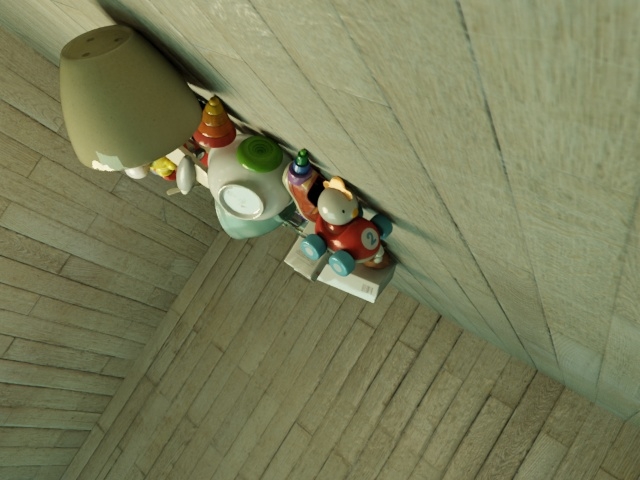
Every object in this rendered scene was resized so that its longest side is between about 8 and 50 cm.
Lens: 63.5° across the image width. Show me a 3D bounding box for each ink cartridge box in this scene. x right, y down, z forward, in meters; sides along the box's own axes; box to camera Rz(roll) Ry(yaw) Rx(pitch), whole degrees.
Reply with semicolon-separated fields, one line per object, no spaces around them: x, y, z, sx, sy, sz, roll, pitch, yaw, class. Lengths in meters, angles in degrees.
0.000;0.000;1.820;0.114;0.273;0.197;31;175;8;ink cartridge box

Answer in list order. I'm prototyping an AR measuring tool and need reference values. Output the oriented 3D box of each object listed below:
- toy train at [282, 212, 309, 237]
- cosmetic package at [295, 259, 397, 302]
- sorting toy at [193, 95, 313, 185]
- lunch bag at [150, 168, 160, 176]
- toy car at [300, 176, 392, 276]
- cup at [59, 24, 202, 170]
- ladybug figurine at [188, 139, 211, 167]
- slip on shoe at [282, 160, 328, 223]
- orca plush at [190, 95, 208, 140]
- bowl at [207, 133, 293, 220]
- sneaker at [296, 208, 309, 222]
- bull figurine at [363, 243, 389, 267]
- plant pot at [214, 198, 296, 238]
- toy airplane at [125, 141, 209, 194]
-0.042;-0.071;2.167;0.333;0.142;0.190;33;177;-11;toy train
0.115;0.111;2.257;0.376;0.098;0.284;22;-153;17;cosmetic package
-0.178;-0.276;1.369;0.365;0.127;0.126;29;145;10;sorting toy
-0.712;-0.433;2.278;0.303;0.243;0.115;36;179;26;lunch bag
0.069;-0.068;1.442;0.210;0.219;0.238;29;146;30;toy car
-0.477;-0.363;1.233;0.331;0.331;0.237;29;148;34;cup
-0.473;-0.335;2.140;0.305;0.162;0.449;29;174;39;ladybug figurine
-0.009;-0.127;1.562;0.101;0.123;0.331;26;168;26;slip on shoe
-0.365;-0.321;1.520;0.151;0.102;0.287;-3;148;28;orca plush
-0.216;-0.156;1.536;0.297;0.134;0.298;9;139;8;bowl
0.001;-0.094;2.005;0.293;0.102;0.146;39;178;-18;sneaker
0.193;0.043;2.097;0.188;0.101;0.310;33;176;24;bull figurine
-0.202;-0.152;1.805;0.196;0.294;0.293;-1;161;24;plant pot
-0.554;-0.325;1.743;0.386;0.272;0.384;18;152;52;toy airplane
